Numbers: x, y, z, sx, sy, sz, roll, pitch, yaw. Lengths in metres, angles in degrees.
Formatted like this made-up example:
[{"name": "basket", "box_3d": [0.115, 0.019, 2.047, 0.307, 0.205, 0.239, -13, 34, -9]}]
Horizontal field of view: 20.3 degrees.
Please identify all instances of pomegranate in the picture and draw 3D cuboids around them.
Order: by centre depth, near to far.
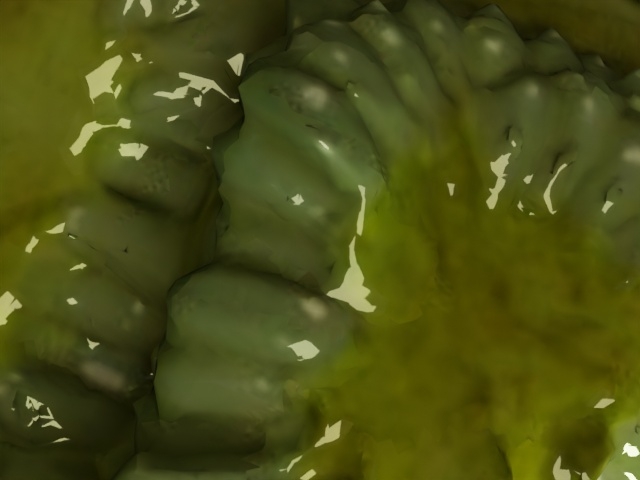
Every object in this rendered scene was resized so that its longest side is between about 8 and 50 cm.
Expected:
[{"name": "pomegranate", "box_3d": [0.000, 0.000, 0.428, 0.260, 0.260, 0.340, 24, 89, -22]}]
